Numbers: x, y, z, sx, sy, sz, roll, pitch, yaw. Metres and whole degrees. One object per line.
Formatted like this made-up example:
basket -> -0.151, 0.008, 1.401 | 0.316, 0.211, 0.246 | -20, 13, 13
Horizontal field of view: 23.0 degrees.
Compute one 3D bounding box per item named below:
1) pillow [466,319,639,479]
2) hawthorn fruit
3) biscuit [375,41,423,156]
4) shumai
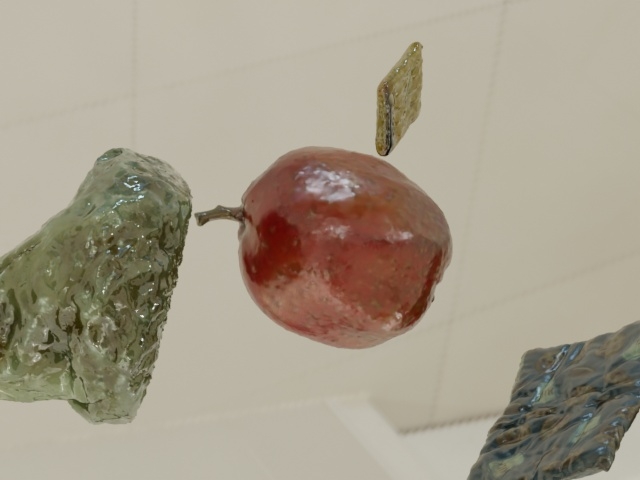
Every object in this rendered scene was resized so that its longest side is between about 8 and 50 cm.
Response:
pillow -> 0.252, 0.172, 1.607 | 0.034, 0.189, 0.255 | 56, 40, -17
hawthorn fruit -> 0.000, 0.000, 1.562 | 0.253, 0.205, 0.205 | 19, 113, -13
biscuit -> 0.072, -0.129, 1.433 | 0.081, 0.018, 0.083 | -53, 152, -40
shumai -> -0.234, 0.021, 1.420 | 0.225, 0.222, 0.261 | 124, -16, -72
